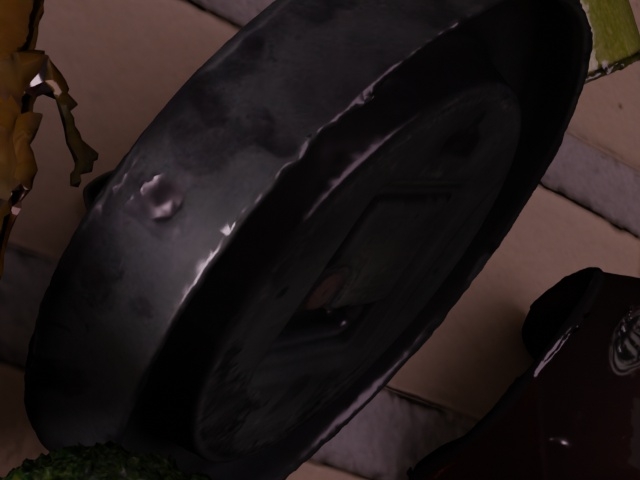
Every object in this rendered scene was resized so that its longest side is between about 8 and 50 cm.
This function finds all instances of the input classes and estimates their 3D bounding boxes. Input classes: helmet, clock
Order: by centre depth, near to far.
[{"bbox_3d":[0.001,0.001,0.713,0.066,0.319,0.319,41,47,20],"label":"clock"},{"bbox_3d":[0.171,0.122,0.902,0.189,0.193,0.216,-49,139,-37],"label":"helmet"}]

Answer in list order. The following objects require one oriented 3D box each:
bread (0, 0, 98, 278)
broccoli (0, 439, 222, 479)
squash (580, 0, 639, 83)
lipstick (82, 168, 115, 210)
[{"bbox_3d":[-0.204,-0.066,0.584,0.248,0.279,0.315,21,78,-26],"label":"bread"},{"bbox_3d":[-0.087,0.243,0.582,0.283,0.304,0.321,22,72,-42],"label":"broccoli"},{"bbox_3d":[0.102,-0.201,0.953,0.132,0.132,0.247,-22,91,-40],"label":"squash"},{"bbox_3d":[-0.009,-0.046,0.850,0.253,0.079,0.077,-24,96,-41],"label":"lipstick"}]
